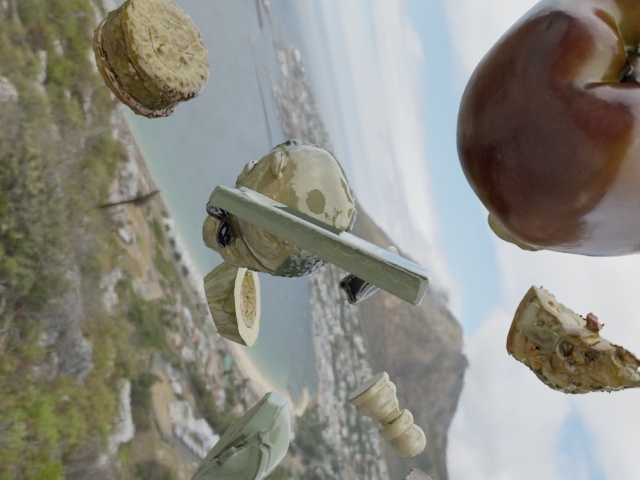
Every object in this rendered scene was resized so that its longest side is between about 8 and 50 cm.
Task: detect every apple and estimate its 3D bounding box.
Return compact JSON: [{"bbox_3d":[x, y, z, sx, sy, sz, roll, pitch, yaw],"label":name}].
[{"bbox_3d":[0.290,-0.123,0.758,0.317,0.288,0.288,83,-3,-74],"label":"apple"}]

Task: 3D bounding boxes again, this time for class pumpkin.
[{"bbox_3d":[-0.204,0.134,1.641,0.217,0.110,0.217,-3,90,-87],"label":"pumpkin"}]

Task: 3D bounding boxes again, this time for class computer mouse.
[{"bbox_3d":[-0.187,0.544,1.843,0.145,0.429,0.228,41,36,-3],"label":"computer mouse"}]

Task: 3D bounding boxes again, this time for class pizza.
[{"bbox_3d":[0.514,0.230,1.461,0.071,0.297,0.189,-19,139,-58],"label":"pizza"}]

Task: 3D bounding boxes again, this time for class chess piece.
[{"bbox_3d":[0.140,0.351,1.426,0.170,0.094,0.094,53,2,5],"label":"chess piece"}]

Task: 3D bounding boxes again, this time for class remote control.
[{"bbox_3d":[0.000,0.000,0.895,0.123,0.285,0.038,-29,143,-82],"label":"remote control"}]

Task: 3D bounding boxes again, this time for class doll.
[{"bbox_3d":[-0.086,-0.043,1.327,0.349,0.247,0.247,157,-77,-69],"label":"doll"}]

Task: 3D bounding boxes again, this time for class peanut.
[{"bbox_3d":[0.406,-0.030,1.490,0.174,0.080,0.080,33,-40,58],"label":"peanut"}]

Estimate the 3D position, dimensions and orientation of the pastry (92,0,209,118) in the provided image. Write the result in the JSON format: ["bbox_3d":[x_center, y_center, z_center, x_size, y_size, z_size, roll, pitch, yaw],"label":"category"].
[{"bbox_3d":[-0.267,-0.295,1.171,0.189,0.103,0.188,31,50,-46],"label":"pastry"}]

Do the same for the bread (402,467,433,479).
[{"bbox_3d":[0.360,0.705,1.682,0.113,0.417,0.165,-9,121,-65],"label":"bread"}]

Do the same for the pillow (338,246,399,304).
[{"bbox_3d":[0.100,0.066,1.379,0.055,0.136,0.091,58,-1,-2],"label":"pillow"}]
